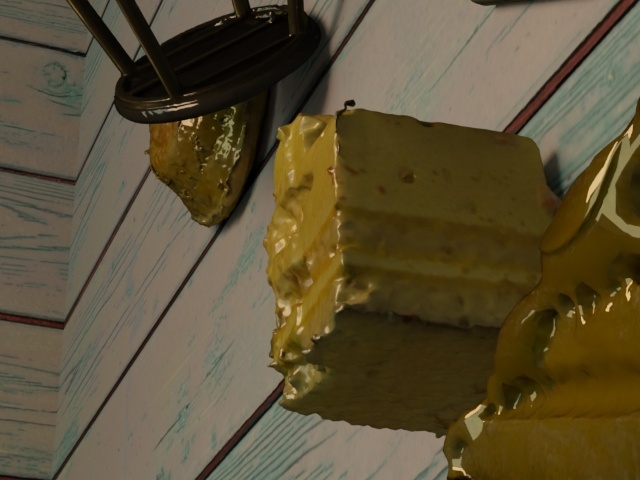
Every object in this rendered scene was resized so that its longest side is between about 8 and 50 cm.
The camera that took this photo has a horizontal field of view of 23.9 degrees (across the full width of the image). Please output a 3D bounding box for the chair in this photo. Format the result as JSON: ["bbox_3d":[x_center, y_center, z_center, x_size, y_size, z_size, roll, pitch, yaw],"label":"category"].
[{"bbox_3d":[-0.202,-0.400,2.025,0.362,0.364,0.410,28,144,57],"label":"chair"}]

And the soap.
[{"bbox_3d":[0.218,0.033,1.055,0.339,0.169,0.304,160,119,-67],"label":"soap"}]

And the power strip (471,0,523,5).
[{"bbox_3d":[0.200,-0.279,1.469,0.268,0.034,0.092,-164,84,-71],"label":"power strip"}]

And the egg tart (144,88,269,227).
[{"bbox_3d":[-0.187,-0.181,2.384,0.341,0.132,0.341,-170,90,-69],"label":"egg tart"}]

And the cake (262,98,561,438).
[{"bbox_3d":[0.074,0.004,1.386,0.222,0.227,0.286,126,149,-53],"label":"cake"}]
